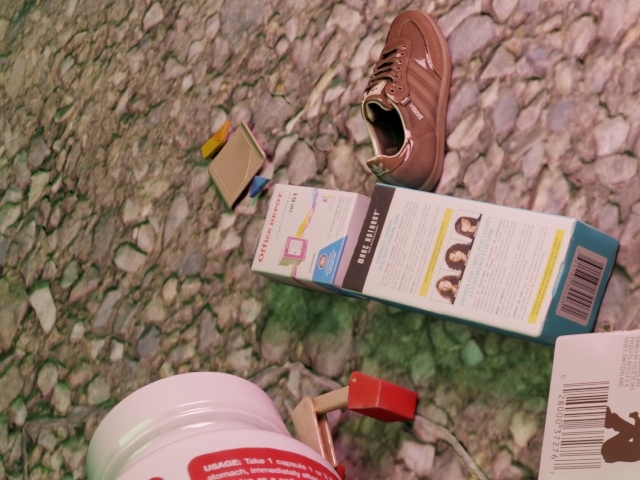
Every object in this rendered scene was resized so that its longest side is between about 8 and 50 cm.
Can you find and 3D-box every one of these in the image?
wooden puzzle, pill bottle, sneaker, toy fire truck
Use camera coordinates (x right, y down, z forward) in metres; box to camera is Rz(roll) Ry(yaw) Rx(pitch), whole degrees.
[{"bbox_3d":[-0.083,-0.077,1.859,0.078,0.014,0.116,-51,42,27],"label":"wooden puzzle"},{"bbox_3d":[-0.057,0.294,1.409,0.229,0.229,0.408,-51,36,20],"label":"pill bottle"},{"bbox_3d":[0.073,-0.135,1.657,0.066,0.071,0.188,-26,55,40],"label":"sneaker"},{"bbox_3d":[-0.005,0.187,1.619,0.192,0.047,0.135,-5,69,49],"label":"toy fire truck"}]

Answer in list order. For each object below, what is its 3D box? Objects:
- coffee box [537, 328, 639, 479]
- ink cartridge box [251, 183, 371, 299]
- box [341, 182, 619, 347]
[{"bbox_3d":[0.308,0.131,1.137,0.297,0.168,0.119,-7,59,33],"label":"coffee box"},{"bbox_3d":[0.000,0.000,1.695,0.122,0.052,0.089,8,79,51],"label":"ink cartridge box"},{"bbox_3d":[0.128,0.021,1.532,0.244,0.060,0.101,13,83,51],"label":"box"}]
